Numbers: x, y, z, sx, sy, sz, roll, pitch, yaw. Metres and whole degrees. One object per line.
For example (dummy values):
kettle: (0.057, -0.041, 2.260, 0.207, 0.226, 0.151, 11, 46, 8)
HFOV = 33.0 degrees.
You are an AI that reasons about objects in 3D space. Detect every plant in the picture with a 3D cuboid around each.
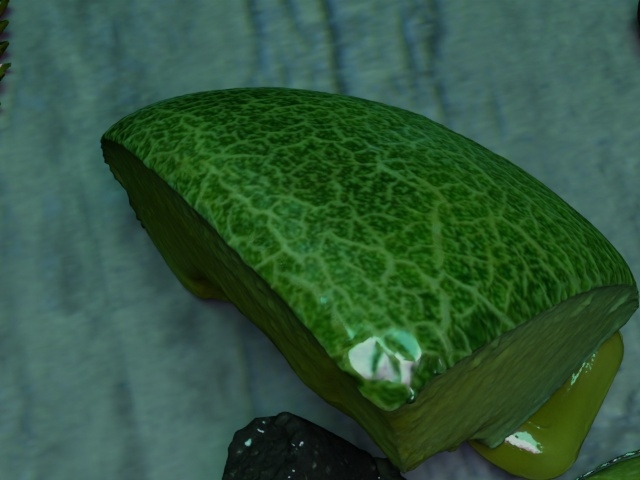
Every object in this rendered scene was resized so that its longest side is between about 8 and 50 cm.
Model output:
plant: (0.004, 0.171, 0.684, 0.092, 0.143, 0.094, -24, 43, 30)

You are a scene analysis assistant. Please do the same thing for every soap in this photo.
soap: (0.155, 0.101, 0.761, 0.088, 0.045, 0.140, 26, 68, 17)

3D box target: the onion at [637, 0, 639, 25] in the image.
onion: (0.313, -0.191, 0.875, 0.107, 0.097, 0.107, -6, 71, 19)

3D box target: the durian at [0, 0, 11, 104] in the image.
durian: (-0.358, -0.163, 0.877, 0.169, 0.158, 0.352, -18, 60, 30)

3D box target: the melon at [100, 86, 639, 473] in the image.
melon: (0.000, 0.000, 0.710, 0.343, 0.226, 0.331, 40, 34, 24)

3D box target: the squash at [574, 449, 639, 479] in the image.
squash: (0.266, 0.209, 0.678, 0.184, 0.085, 0.192, -17, 68, 2)
